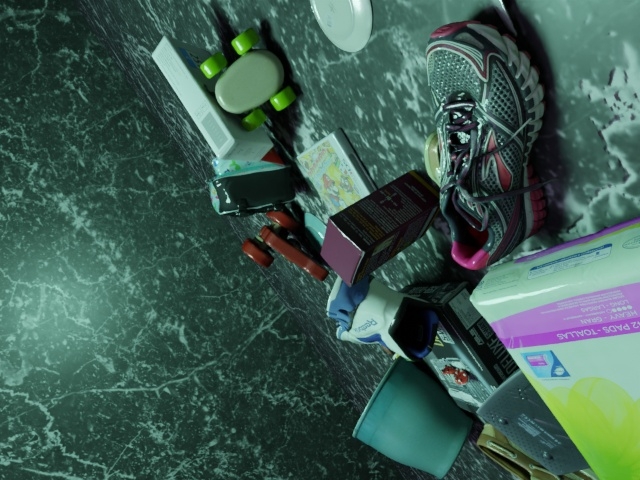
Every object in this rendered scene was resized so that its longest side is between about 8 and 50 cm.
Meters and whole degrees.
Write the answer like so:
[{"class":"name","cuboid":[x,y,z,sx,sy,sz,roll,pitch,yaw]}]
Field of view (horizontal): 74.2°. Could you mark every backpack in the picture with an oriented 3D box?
[{"class":"backpack","cuboid":[-0.202,-0.155,1.181,0.253,0.225,0.191,178,79,-74]}]

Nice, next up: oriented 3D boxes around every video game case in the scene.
[{"class":"video game case","cuboid":[0.044,-0.124,0.933,0.206,0.026,0.227,57,162,-11]}]

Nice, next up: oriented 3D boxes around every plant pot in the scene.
[{"class":"plant pot","cuboid":[0.270,0.508,1.189,0.255,0.272,0.272,30,154,21]}]

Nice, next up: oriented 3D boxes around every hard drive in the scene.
[{"class":"hard drive","cuboid":[0.371,0.258,0.649,0.172,0.054,0.255,36,141,18]}]

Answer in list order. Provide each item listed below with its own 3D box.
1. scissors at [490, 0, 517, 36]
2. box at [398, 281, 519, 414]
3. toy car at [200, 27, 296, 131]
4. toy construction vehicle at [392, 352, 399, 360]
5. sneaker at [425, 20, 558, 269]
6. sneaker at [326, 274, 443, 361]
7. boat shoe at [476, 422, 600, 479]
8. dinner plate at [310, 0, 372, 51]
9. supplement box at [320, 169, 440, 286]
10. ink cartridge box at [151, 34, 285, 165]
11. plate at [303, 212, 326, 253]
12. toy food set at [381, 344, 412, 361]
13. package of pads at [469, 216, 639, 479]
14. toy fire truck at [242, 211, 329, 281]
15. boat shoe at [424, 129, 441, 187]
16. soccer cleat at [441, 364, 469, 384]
[{"class":"scissors","cuboid":[0.112,-0.330,0.387,0.297,0.021,0.109,54,161,5]},{"class":"box","cuboid":[0.294,0.229,0.875,0.307,0.076,0.242,55,162,-4]},{"class":"toy car","cuboid":[-0.149,-0.344,0.903,0.155,0.149,0.188,53,-170,-25]},{"class":"toy construction vehicle","cuboid":[0.218,0.327,1.313,0.086,0.035,0.098,44,160,27]},{"class":"sneaker","cuboid":[0.185,-0.096,0.491,0.121,0.112,0.299,24,145,57]},{"class":"sneaker","cuboid":[0.128,0.162,0.800,0.182,0.128,0.315,26,167,21]},{"class":"boat shoe","cuboid":[0.465,0.488,0.852,0.324,0.120,0.123,32,153,49]},{"class":"dinner plate","cuboid":[0.021,-0.340,0.609,0.141,0.017,0.141,48,163,20]},{"class":"supplement box","cuboid":[0.099,-0.022,0.690,0.081,0.188,0.104,47,150,22]},{"class":"ink cartridge box","cuboid":[-0.208,-0.313,0.985,0.296,0.066,0.261,56,-153,11]},{"class":"plate","cuboid":[0.000,0.000,1.274,0.188,0.024,0.188,46,160,22]},{"class":"toy food set","cuboid":[0.189,0.239,1.044,0.218,0.071,0.128,41,-161,-45]},{"class":"package of pads","cuboid":[0.343,0.129,0.446,0.297,0.101,0.229,53,144,-2]},{"class":"toy fire truck","cuboid":[-0.102,0.030,1.364,0.254,0.169,0.302,37,177,-11]},{"class":"boat shoe","cuboid":[0.190,-0.086,0.589,0.048,0.056,0.153,27,152,52]},{"class":"soccer cleat","cuboid":[0.272,0.271,0.838,0.035,0.029,0.083,47,167,-9]}]
